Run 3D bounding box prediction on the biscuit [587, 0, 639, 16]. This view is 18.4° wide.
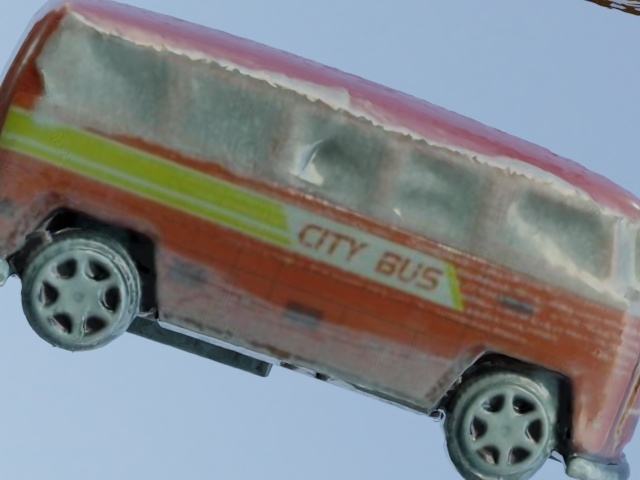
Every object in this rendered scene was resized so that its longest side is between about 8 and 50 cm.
[{"bbox_3d":[0.088,-0.053,0.364,0.102,0.130,0.019,13,-72,29],"label":"biscuit"}]

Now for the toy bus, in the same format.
[{"bbox_3d":[0.000,0.000,0.704,0.121,0.265,0.119,-139,-112,-79],"label":"toy bus"}]
